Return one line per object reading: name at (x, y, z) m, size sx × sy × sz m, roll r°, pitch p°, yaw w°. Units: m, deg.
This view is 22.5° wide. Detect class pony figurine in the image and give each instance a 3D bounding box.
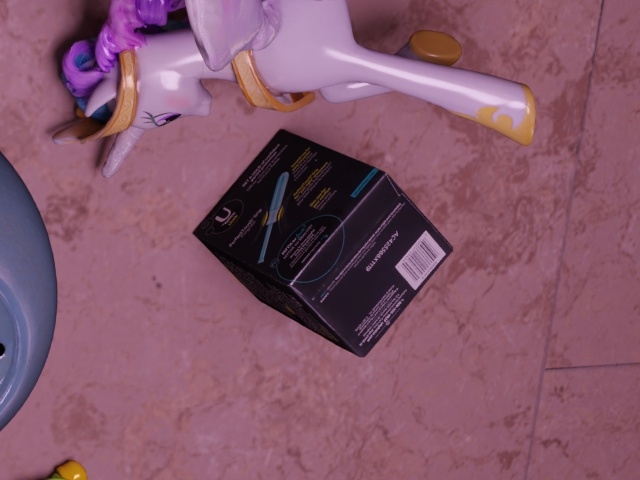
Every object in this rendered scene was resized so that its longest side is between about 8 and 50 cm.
pony figurine at (-0.023, -0.196, 1.155) m, size 0.364 × 0.303 × 0.351 m, roll -6°, pitch 132°, yaw -7°

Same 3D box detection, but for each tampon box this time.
tampon box at (0.000, 0.000, 1.301) m, size 0.120 × 0.161 × 0.101 m, roll -50°, pitch 124°, yaw -10°

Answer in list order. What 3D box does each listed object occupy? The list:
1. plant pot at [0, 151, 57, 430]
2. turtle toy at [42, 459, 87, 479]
plant pot at (-0.298, 0.050, 1.103) m, size 0.290 × 0.195 × 0.290 m, roll -11°, pitch 110°, yaw -30°
turtle toy at (-0.206, 0.247, 1.300) m, size 0.095 × 0.066 × 0.130 m, roll -33°, pitch 120°, yaw -20°
